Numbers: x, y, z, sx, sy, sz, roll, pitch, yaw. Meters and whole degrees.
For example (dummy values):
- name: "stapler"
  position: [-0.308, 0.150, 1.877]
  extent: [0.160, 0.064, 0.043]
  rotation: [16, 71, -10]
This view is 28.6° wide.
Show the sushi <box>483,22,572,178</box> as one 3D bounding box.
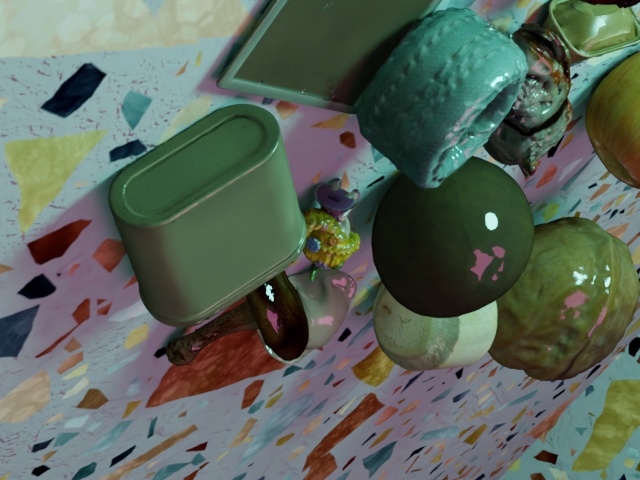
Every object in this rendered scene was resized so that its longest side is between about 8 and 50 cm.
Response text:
- name: "sushi"
  position: [0.300, -0.212, 1.877]
  extent: [0.130, 0.124, 0.332]
  rotation: [-37, 154, -5]

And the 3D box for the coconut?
- name: "coconut"
  position: [0.210, 0.134, 2.240]
  extent: [0.222, 0.202, 0.202]
  rotation: [-1, 135, -50]

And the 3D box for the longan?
- name: "longan"
  position: [0.200, -0.009, 1.937]
  extent: [0.258, 0.258, 0.258]
  rotation: [-32, 154, -18]

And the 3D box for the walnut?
- name: "walnut"
  position: [0.468, 0.108, 2.458]
  extent: [0.306, 0.306, 0.344]
  rotation: [-13, 151, -45]

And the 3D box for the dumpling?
- name: "dumpling"
  position: [-0.031, 0.107, 2.000]
  extent: [0.134, 0.100, 0.169]
  rotation: [30, 130, -25]

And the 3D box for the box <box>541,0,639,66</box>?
- name: "box"
  position: [0.405, -0.320, 1.875]
  extent: [0.177, 0.111, 0.111]
  rotation: [-22, 149, -36]

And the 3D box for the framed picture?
- name: "framed picture"
  position: [0.023, -0.261, 1.531]
  extent: [0.232, 0.019, 0.296]
  rotation: [-51, 153, 21]

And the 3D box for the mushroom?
- name: "mushroom"
  position: [-0.135, 0.125, 1.849]
  extent: [0.217, 0.148, 0.227]
  rotation: [-22, 146, 2]

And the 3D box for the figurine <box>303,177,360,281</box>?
- name: "figurine"
  position: [0.000, 0.000, 1.836]
  extent: [0.115, 0.095, 0.156]
  rotation: [-35, 153, -38]

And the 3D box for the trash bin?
- name: "trash bin"
  position: [-0.136, -0.029, 1.577]
  extent: [0.243, 0.121, 0.247]
  rotation: [-33, 152, -15]

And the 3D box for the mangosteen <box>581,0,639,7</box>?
- name: "mangosteen"
  position: [0.389, -0.397, 1.655]
  extent: [0.166, 0.166, 0.180]
  rotation: [-16, 138, -42]

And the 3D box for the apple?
- name: "apple"
  position: [0.590, -0.212, 2.158]
  extent: [0.241, 0.242, 0.242]
  rotation: [-42, 155, 0]

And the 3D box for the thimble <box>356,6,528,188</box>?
- name: "thimble"
  position: [0.164, -0.193, 1.661]
  extent: [0.235, 0.143, 0.198]
  rotation: [-51, 167, 23]
